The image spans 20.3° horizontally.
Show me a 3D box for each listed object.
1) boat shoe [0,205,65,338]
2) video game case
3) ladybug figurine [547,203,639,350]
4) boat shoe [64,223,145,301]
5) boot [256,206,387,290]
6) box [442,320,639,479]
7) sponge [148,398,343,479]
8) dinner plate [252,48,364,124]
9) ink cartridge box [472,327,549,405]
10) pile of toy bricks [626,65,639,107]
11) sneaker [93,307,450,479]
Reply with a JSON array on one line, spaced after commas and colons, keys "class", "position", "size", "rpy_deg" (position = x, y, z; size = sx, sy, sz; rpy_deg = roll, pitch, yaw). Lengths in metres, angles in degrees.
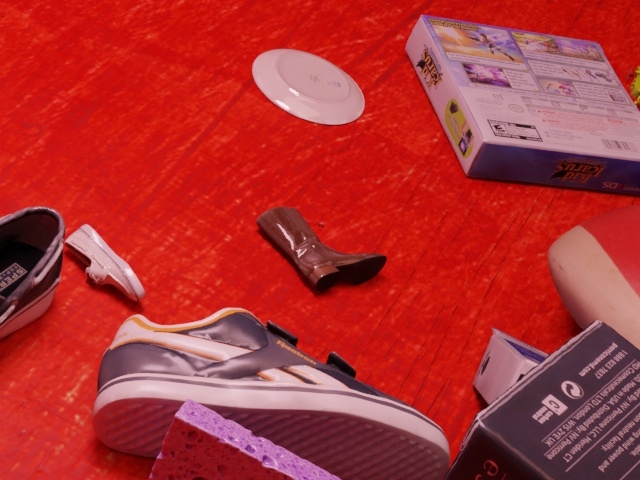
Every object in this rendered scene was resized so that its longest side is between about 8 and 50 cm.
[{"class": "boat shoe", "position": [-0.319, 0.057, 1.538], "size": [0.108, 0.102, 0.301], "rpy_deg": [36, 37, 14]}, {"class": "video game case", "position": [0.264, -0.166, 2.195], "size": [0.269, 0.061, 0.244], "rpy_deg": [5, 42, -26]}, {"class": "ladybug figurine", "position": [0.394, 0.097, 1.776], "size": [0.305, 0.162, 0.449], "rpy_deg": [32, 12, -40]}, {"class": "boat shoe", "position": [-0.208, 0.027, 1.705], "size": [0.035, 0.035, 0.100], "rpy_deg": [-36, 69, -21]}, {"class": "boot", "position": [0.000, 0.000, 1.860], "size": [0.106, 0.037, 0.114], "rpy_deg": [-10, 44, -41]}, {"class": "box", "position": [0.264, 0.316, 1.401], "size": [0.395, 0.293, 0.212], "rpy_deg": [38, 38, 17]}, {"class": "sponge", "position": [-0.041, 0.226, 1.482], "size": [0.210, 0.117, 0.031], "rpy_deg": [28, 35, 4]}, {"class": "dinner plate", "position": [-0.012, -0.186, 2.097], "size": [0.141, 0.017, 0.141], "rpy_deg": [17, 37, -14]}, {"class": "ink cartridge box", "position": [0.236, 0.156, 1.697], "size": [0.165, 0.065, 0.333], "rpy_deg": [25, 3, 0]}, {"class": "pile of toy bricks", "position": [0.442, -0.191, 2.293], "size": [0.105, 0.118, 0.212], "rpy_deg": [23, 49, -1]}, {"class": "sneaker", "position": [-0.038, 0.135, 1.588], "size": [0.321, 0.126, 0.127], "rpy_deg": [13, 43, -14]}]
